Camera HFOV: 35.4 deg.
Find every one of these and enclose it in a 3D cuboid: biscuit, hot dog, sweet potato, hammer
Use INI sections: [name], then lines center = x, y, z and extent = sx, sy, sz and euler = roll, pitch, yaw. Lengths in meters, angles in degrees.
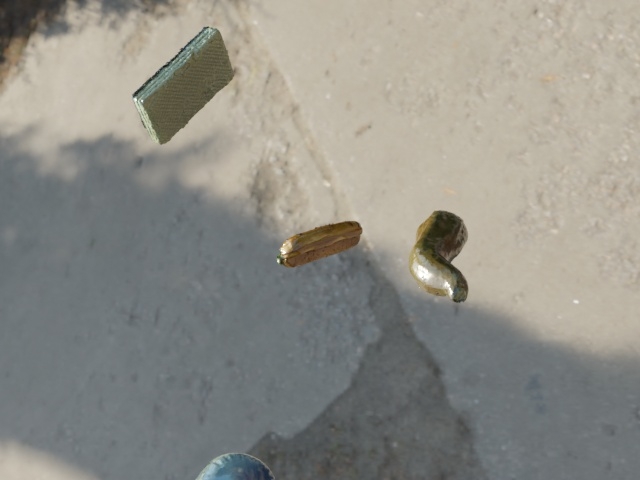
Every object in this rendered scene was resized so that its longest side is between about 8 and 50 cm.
[biscuit]
center = -0.232, -0.266, 1.730
extent = 0.040, 0.121, 0.199
euler = 29, 65, 27
[hot dog]
center = 0.000, 0.000, 1.231
extent = 0.037, 0.122, 0.049
euler = 58, 149, 25
[sweet potato]
center = 0.163, 0.020, 1.381
extent = 0.081, 0.233, 0.062
euler = -7, 114, 11
[hammer]
center = -0.113, 0.255, 0.797
extent = 0.069, 0.194, 0.116
euler = 42, 154, 6
